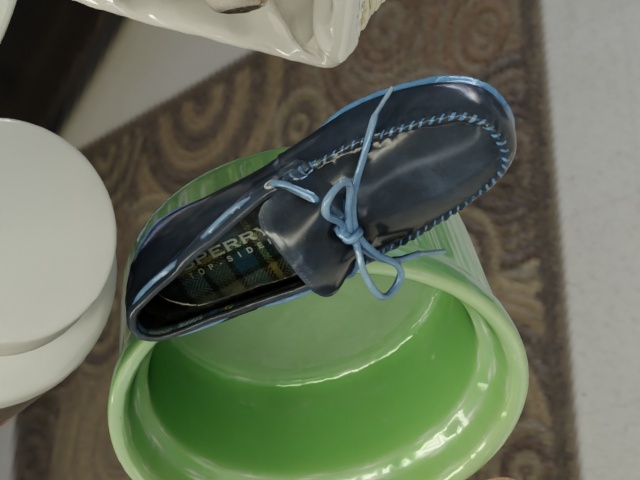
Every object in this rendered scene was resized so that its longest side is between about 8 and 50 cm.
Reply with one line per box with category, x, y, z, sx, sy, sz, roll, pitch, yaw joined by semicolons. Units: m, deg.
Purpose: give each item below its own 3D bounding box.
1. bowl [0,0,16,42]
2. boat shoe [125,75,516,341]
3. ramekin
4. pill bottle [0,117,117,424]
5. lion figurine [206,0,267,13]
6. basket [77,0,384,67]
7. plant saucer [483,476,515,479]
bowl;-0.262;-0.130;0.521;0.134;0.298;0.297;6;82;62
boat shoe;0.000;0.000;0.854;0.258;0.109;0.089;-31;24;28
ramekin;-0.009;0.073;1.115;0.303;0.303;0.148;-46;35;30
pill bottle;-0.232;0.031;0.961;0.318;0.176;0.176;146;130;-64
lion figurine;-0.150;-0.245;0.895;0.142;0.392;0.240;-152;51;-90
basket;-0.070;-0.364;1.199;0.331;0.266;0.328;18;133;19
plant saucer;0.079;0.254;1.103;0.200;0.200;0.037;-34;97;38
